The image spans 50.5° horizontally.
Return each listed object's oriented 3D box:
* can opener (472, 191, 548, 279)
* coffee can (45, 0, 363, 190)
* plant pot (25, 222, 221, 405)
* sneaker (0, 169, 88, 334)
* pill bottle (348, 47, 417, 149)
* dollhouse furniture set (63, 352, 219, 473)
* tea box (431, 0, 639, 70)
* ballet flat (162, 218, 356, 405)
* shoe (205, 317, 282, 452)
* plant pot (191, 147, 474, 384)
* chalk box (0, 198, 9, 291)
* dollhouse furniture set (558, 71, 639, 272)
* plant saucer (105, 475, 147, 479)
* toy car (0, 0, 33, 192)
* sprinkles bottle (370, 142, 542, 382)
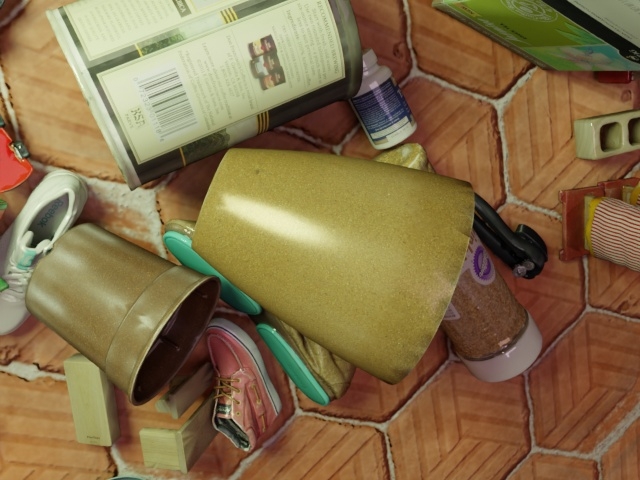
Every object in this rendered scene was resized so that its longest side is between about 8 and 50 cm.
[{"bbox_3d":[0.266,-0.006,1.006,0.186,0.073,0.059,34,128,-20],"label":"can opener"},{"bbox_3d":[-0.121,-0.200,0.739,0.275,0.201,0.201,-25,109,-12],"label":"coffee can"},{"bbox_3d":[-0.227,0.073,0.772,0.165,0.167,0.167,29,92,10],"label":"plant pot"},{"bbox_3d":[-0.336,0.018,0.773,0.080,0.094,0.212,26,93,-24],"label":"sneaker"},{"bbox_3d":[0.072,-0.185,0.883,0.067,0.067,0.120,-35,111,-9],"label":"pill bottle"},{"bbox_3d":[-0.224,0.201,0.890,0.151,0.123,0.144,0,105,16],"label":"dollhouse furniture set"},{"bbox_3d":[0.348,-0.393,0.792,0.220,0.323,0.329,20,94,-23],"label":"tea box"},{"bbox_3d":[-0.055,0.068,0.883,0.342,0.116,0.124,50,64,-21],"label":"ballet flat"},{"bbox_3d":[-0.112,0.191,0.887,0.081,0.063,0.178,-54,129,-46],"label":"shoe"},{"bbox_3d":[0.000,0.000,0.741,0.254,0.237,0.237,21,95,-3],"label":"plant pot"},{"bbox_3d":[-0.421,-0.005,0.687,0.213,0.132,0.132,25,94,-5],"label":"chalk box"},{"bbox_3d":[0.454,-0.132,0.956,0.152,0.201,0.374,-13,107,-16],"label":"dollhouse furniture set"},{"bbox_3d":[-0.270,0.367,0.915,0.119,0.021,0.119,-5,105,-19],"label":"plant saucer"},{"bbox_3d":[-0.397,-0.192,0.720,0.239,0.053,0.225,24,89,-30],"label":"toy car"},{"bbox_3d":[0.177,0.038,0.942,0.121,0.121,0.355,-40,111,-7],"label":"sprinkles bottle"}]
